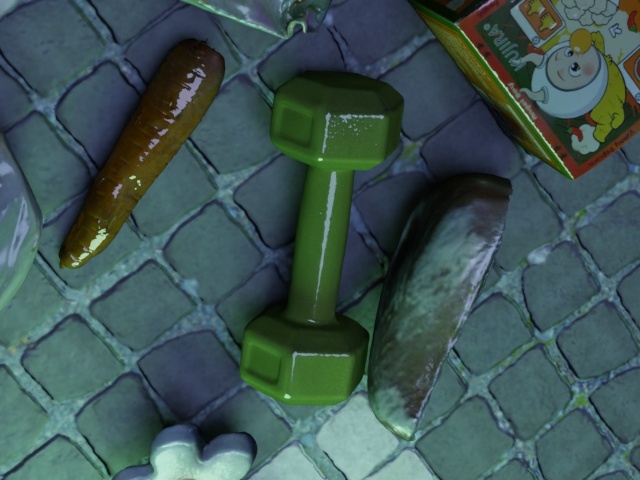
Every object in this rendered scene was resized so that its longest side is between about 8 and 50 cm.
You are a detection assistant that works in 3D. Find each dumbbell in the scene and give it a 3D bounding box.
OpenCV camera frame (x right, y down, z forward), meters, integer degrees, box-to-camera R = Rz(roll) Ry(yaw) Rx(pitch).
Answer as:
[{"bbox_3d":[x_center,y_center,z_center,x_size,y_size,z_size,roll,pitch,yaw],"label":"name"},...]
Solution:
[{"bbox_3d":[0.000,0.000,1.531,0.108,0.121,0.302,-8,112,-45],"label":"dumbbell"}]

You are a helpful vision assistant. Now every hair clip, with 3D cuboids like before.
[{"bbox_3d":[-0.118,0.273,1.610,0.146,0.075,0.257,-20,117,-15],"label":"hair clip"}]

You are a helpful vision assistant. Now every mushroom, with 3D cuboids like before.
[{"bbox_3d":[-0.338,0.069,1.461,0.109,0.097,0.351,26,103,-20],"label":"mushroom"}]

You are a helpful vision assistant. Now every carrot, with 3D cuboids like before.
[{"bbox_3d":[-0.161,-0.071,1.488,0.059,0.059,0.248,30,100,-23],"label":"carrot"}]

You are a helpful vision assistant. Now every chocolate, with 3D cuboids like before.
[{"bbox_3d":[0.095,0.050,1.563,0.080,0.157,0.254,21,100,-1],"label":"chocolate"}]

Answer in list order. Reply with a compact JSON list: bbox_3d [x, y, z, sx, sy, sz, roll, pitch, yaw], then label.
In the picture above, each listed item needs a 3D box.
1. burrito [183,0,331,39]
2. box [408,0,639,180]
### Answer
[{"bbox_3d":[-0.080,-0.258,1.434,0.229,0.089,0.144,20,115,-21],"label":"burrito"},{"bbox_3d":[0.216,-0.192,1.512,0.177,0.148,0.195,-40,114,0],"label":"box"}]
